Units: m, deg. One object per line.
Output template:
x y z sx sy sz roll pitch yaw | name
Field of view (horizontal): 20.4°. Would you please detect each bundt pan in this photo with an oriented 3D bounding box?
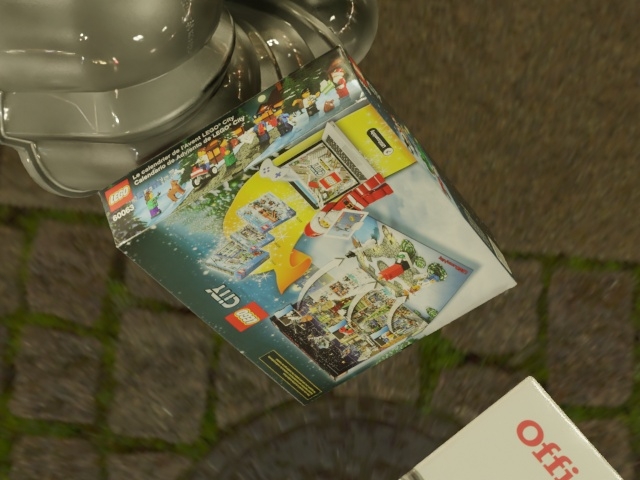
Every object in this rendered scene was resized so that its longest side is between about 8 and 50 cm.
-0.064 -0.173 1.045 0.124 0.331 0.331 11 79 32 | bundt pan

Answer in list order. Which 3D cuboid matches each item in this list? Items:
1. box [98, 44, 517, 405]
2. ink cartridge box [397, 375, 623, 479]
0.000 0.000 1.039 0.159 0.233 0.044 -30 53 11 | box
0.105 0.284 1.294 0.307 0.129 0.223 -37 74 -13 | ink cartridge box
